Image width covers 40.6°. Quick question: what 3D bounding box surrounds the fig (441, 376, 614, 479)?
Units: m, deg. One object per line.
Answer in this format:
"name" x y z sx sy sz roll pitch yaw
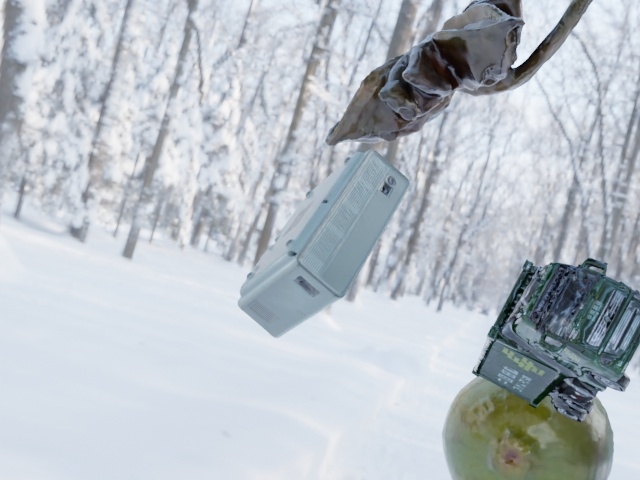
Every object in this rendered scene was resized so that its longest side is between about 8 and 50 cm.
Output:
"fig" 0.265 0.260 1.084 0.207 0.207 0.230 14 -17 32

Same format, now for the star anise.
"star anise" 0.158 -0.200 0.992 0.109 0.349 0.292 54 9 -13

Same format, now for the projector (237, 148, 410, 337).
"projector" 0.000 0.000 0.745 0.061 0.147 0.115 40 -38 -8

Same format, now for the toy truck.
"toy truck" 0.220 0.095 0.799 0.121 0.088 0.259 28 -14 14
